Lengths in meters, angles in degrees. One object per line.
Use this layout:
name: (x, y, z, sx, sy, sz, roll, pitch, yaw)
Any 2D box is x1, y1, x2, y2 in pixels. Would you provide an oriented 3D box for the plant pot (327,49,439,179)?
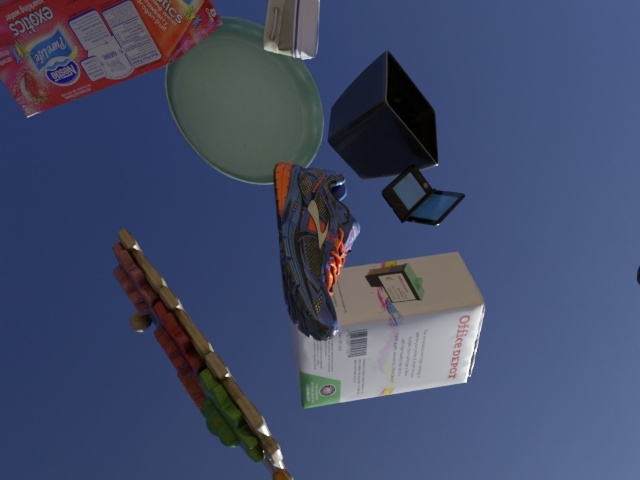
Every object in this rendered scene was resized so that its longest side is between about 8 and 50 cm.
plant pot: (0.120, -0.234, 1.408, 0.188, 0.167, 0.187, 42, -144, -32)

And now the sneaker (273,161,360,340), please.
sneaker: (0.000, 0.000, 0.706, 0.087, 0.083, 0.221, -6, -126, -3)

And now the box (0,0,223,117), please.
box: (-0.260, -0.248, 0.788, 0.128, 0.257, 0.122, 63, -143, -25)

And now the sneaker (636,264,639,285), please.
sneaker: (0.499, 0.034, 0.766, 0.101, 0.267, 0.106, 28, -134, -36)

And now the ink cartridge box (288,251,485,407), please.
ink cartridge box: (0.095, 0.141, 1.077, 0.278, 0.201, 0.117, -8, -136, -7)

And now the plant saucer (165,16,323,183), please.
plant saucer: (-0.136, -0.247, 1.242, 0.317, 0.044, 0.317, 10, -109, -32)

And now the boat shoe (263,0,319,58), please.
boat shoe: (-0.045, -0.425, 1.057, 0.094, 0.302, 0.109, 2, -147, -1)

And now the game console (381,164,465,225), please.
game console: (0.192, -0.087, 1.283, 0.107, 0.071, 0.122, 53, -131, -5)

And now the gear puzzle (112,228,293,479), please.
gear puzzle: (-0.090, 0.148, 0.600, 0.044, 0.175, 0.339, -33, -123, -17)
